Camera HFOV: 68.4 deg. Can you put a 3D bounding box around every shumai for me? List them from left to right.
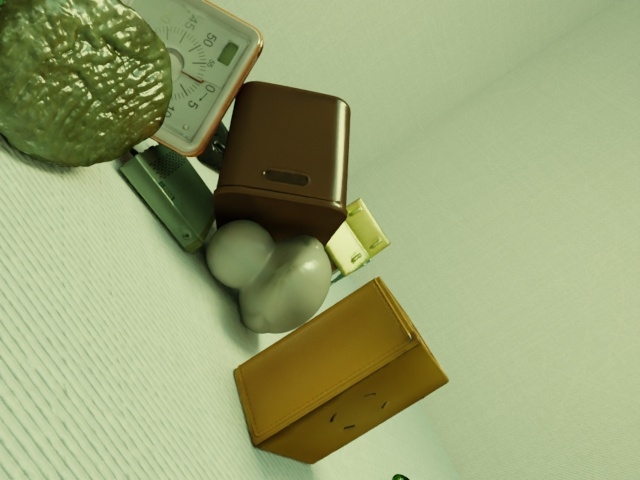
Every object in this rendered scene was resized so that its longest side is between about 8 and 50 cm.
[{"bbox_3d":[-0.348,-0.220,0.617,0.203,0.222,0.272,21,5,17],"label":"shumai"}]

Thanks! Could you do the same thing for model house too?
[{"bbox_3d":[0.000,0.000,1.308,0.301,0.323,0.340,58,6,-1],"label":"model house"}]

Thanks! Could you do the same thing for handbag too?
[{"bbox_3d":[-0.346,-0.329,1.409,0.275,0.088,0.244,60,10,11],"label":"handbag"}]

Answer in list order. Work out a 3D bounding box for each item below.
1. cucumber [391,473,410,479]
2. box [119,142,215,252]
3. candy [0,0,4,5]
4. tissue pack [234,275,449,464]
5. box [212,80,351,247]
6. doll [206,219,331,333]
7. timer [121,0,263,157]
[{"bbox_3d":[0.227,0.630,1.174,0.284,0.056,0.056,58,4,-44],"label":"cucumber"},{"bbox_3d":[-0.281,-0.101,0.918,0.211,0.045,0.270,55,7,-19],"label":"box"},{"bbox_3d":[-0.473,-0.347,0.604,0.323,0.097,0.097,51,2,33],"label":"candy"},{"bbox_3d":[0.036,0.212,0.749,0.194,0.274,0.145,51,8,-47],"label":"tissue pack"},{"bbox_3d":[-0.081,-0.133,0.969,0.339,0.239,0.230,125,-28,-72],"label":"box"},{"bbox_3d":[-0.106,0.052,0.883,0.251,0.221,0.221,16,-33,57],"label":"doll"},{"bbox_3d":[-0.257,-0.297,0.839,0.249,0.258,0.161,27,-7,13],"label":"timer"}]
